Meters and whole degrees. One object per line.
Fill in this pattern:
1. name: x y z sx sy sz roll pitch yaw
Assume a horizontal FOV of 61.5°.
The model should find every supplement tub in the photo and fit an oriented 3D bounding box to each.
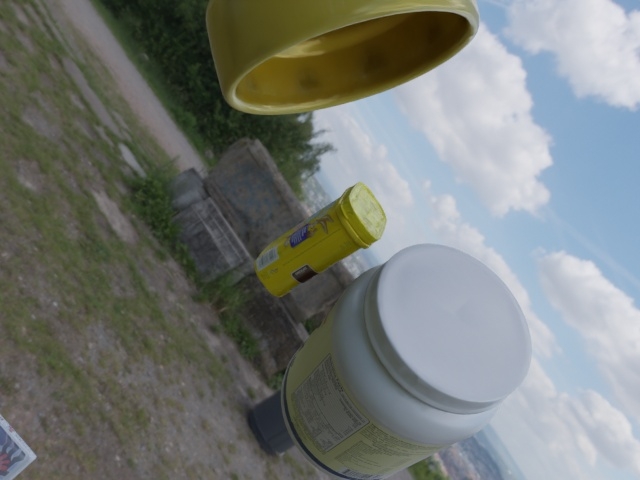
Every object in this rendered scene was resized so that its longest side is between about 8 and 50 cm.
1. supplement tub: 0.098 0.174 0.726 0.235 0.236 0.324 58 -36 21

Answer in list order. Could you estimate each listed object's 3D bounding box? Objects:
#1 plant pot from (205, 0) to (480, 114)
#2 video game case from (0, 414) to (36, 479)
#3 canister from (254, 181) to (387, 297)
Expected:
1. plant pot: 0.000 -0.278 0.526 0.254 0.254 0.238 -27 102 -87
2. video game case: -0.555 0.321 0.782 0.183 0.201 0.023 47 -9 3
3. canister: 0.000 0.000 0.753 0.073 0.170 0.126 54 23 -9
